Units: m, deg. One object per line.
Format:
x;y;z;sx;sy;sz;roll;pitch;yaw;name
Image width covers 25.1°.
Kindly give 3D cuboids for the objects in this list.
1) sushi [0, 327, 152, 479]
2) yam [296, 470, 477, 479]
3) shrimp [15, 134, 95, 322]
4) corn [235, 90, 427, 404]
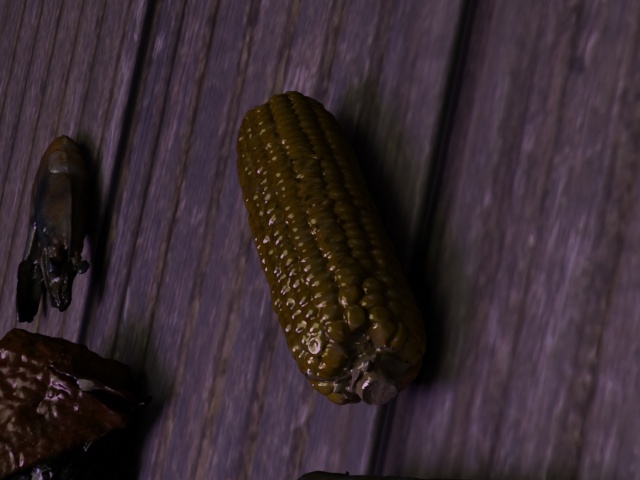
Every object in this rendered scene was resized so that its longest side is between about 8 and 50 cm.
-0.236;0.185;1.117;0.287;0.140;0.149;-56;-1;33;sushi
0.042;0.151;0.700;0.179;0.078;0.078;-14;67;54;yam
-0.240;0.005;1.278;0.150;0.051;0.217;-60;26;33;shrimp
0.000;0.000;0.832;0.080;0.080;0.238;-57;36;31;corn
